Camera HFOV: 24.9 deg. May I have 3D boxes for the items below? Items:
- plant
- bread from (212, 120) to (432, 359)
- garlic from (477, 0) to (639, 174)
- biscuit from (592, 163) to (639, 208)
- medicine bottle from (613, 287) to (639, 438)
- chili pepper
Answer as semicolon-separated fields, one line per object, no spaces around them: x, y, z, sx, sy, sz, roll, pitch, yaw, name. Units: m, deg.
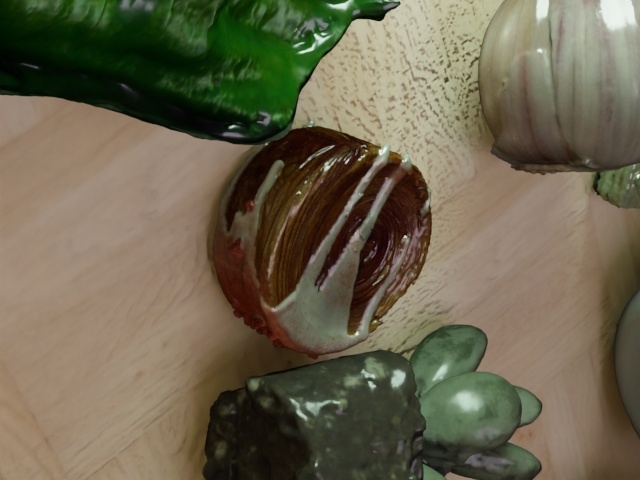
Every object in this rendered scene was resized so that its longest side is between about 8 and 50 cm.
0.050;0.149;1.061;0.274;0.149;0.146;-10;87;-43;plant
0.000;0.000;1.004;0.160;0.073;0.160;-22;124;-36;bread
0.218;-0.142;1.100;0.257;0.207;0.207;-72;147;-41;garlic
0.347;-0.098;1.273;0.252;0.052;0.150;1;110;-43;biscuit
0.446;0.086;1.309;0.306;0.245;0.245;-26;125;-29;medicine bottle
-0.093;-0.171;0.789;0.385;0.167;0.213;-11;132;-51;chili pepper
